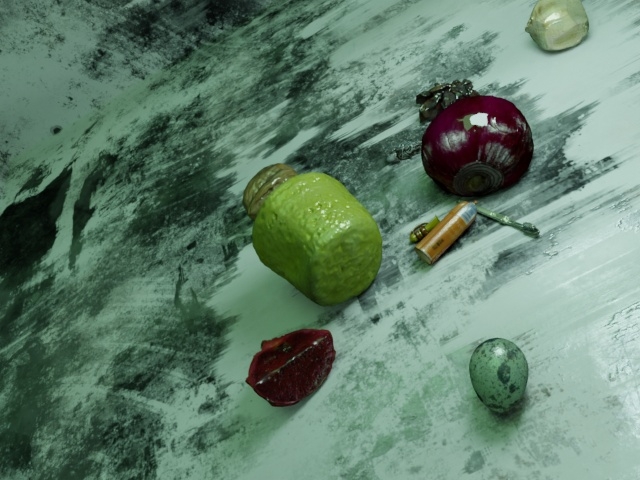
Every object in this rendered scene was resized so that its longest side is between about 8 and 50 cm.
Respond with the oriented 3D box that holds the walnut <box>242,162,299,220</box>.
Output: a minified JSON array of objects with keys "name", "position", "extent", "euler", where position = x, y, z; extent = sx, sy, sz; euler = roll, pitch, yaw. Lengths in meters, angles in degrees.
[{"name":"walnut","position":[-0.163,-0.159,2.170],"extent":[0.245,0.198,0.198],"euler":[-43,42,-22]}]

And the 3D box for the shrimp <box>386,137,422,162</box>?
[{"name":"shrimp","position":[0.298,-0.310,2.108],"extent":[0.165,0.056,0.065],"euler":[-21,28,29]}]

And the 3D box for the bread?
[{"name":"bread","position":[0.000,0.000,1.812],"extent":[0.348,0.348,0.308],"euler":[-41,46,-6]}]

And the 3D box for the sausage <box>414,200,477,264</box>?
[{"name":"sausage","position":[0.375,-0.034,1.802],"extent":[0.234,0.071,0.071],"euler":[-44,43,-8]}]

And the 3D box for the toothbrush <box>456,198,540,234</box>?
[{"name":"toothbrush","position":[0.504,-0.071,1.790],"extent":[0.026,0.028,0.294],"euler":[-46,39,-13]}]

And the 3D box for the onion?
[{"name":"onion","position":[0.450,-0.293,1.856],"extent":[0.337,0.260,0.281],"euler":[-2,57,30]}]

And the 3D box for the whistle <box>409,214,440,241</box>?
[{"name":"whistle","position":[0.311,-0.038,1.869],"extent":[0.109,0.046,0.057],"euler":[-30,57,14]}]

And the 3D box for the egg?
[{"name":"egg","position":[0.410,0.309,1.431],"extent":[0.132,0.132,0.172],"euler":[-7,60,27]}]

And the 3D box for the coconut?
[{"name":"coconut","position":[0.785,-0.730,2.086],"extent":[0.195,0.194,0.194],"euler":[-17,46,19]}]

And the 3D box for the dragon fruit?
[{"name":"dragon fruit","position":[-0.091,0.345,1.734],"extent":[0.262,0.134,0.211],"euler":[-31,28,-18]}]

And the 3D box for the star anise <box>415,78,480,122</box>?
[{"name":"star anise","position":[0.429,-0.491,2.156],"extent":[0.220,0.099,0.214],"euler":[-26,34,11]}]
